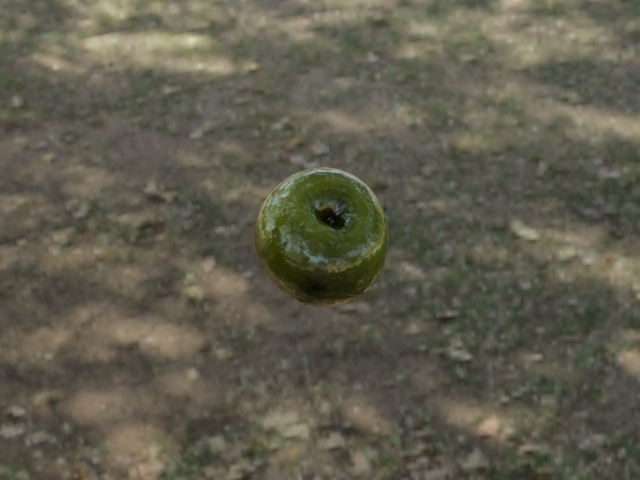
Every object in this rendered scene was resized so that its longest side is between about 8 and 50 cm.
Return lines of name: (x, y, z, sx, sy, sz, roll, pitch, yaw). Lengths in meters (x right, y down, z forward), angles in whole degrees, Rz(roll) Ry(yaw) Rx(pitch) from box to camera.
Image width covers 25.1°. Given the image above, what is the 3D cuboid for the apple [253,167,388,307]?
apple: (0.000, 0.000, 1.997, 0.196, 0.157, 0.196, 5, 55, -7)
